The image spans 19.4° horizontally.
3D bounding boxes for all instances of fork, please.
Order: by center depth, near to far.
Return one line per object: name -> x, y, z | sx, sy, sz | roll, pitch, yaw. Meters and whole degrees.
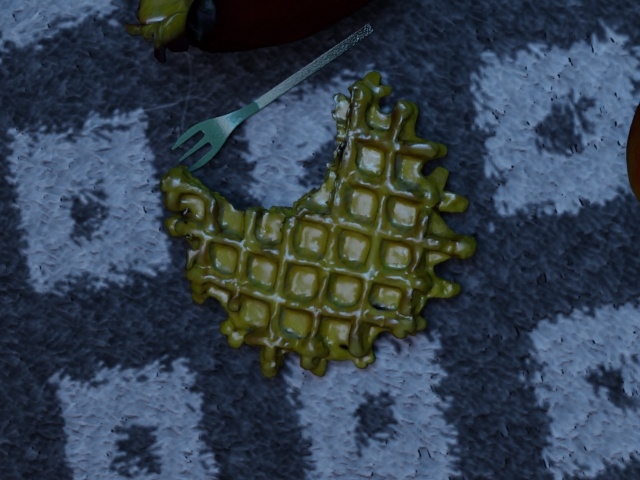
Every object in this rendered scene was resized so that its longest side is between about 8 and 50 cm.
fork -> -0.049, -0.143, 1.818 | 0.235, 0.021, 0.039 | -34, 89, 15

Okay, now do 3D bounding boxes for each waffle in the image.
waffle -> 0.000, 0.000, 1.790 | 0.293, 0.069, 0.260 | -28, 90, 15

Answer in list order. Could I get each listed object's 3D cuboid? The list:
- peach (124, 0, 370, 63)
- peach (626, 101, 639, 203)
peach -> -0.078, -0.349, 1.612 | 0.353, 0.416, 0.339 | -36, 79, 15
peach -> 0.367, -0.086, 1.633 | 0.190, 0.190, 0.192 | 34, 114, 9
